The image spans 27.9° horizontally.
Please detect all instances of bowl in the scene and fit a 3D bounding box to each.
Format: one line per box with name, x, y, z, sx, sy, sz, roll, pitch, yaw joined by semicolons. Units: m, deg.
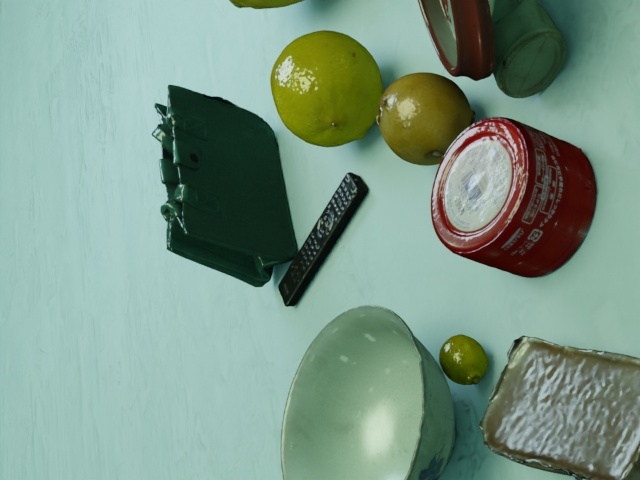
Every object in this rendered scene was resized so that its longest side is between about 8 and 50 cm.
bowl;0.090;0.253;1.716;0.313;0.146;0.313;-32;49;47

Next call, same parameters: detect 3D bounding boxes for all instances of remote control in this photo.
remote control;0.000;0.000;2.075;0.245;0.025;0.063;-58;35;23

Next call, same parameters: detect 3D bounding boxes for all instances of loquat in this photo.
loquat;0.148;-0.174;1.832;0.141;0.141;0.141;-29;53;47

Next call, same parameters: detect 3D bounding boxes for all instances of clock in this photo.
clock;0.172;-0.363;1.679;0.318;0.080;0.318;164;90;-88

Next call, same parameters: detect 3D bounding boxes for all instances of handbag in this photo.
handbag;-0.165;-0.097;2.173;0.089;0.238;0.326;-39;46;35

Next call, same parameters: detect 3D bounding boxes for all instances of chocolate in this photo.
chocolate;0.303;0.207;1.480;0.261;0.083;0.161;13;69;57

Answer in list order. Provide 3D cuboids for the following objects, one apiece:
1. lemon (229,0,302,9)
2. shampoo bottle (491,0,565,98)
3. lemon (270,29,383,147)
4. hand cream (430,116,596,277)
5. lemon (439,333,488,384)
lemon;-0.083;-0.537;2.218;0.293;0.293;0.293;-29;53;47
shampoo bottle;0.255;-0.313;1.776;0.118;0.087;0.234;112;152;-43
lemon;0.009;-0.243;2.036;0.178;0.178;0.203;-52;37;30
hand cream;0.243;-0.055;1.649;0.193;0.125;0.193;-31;50;44
lemon;0.188;0.158;1.690;0.062;0.062;0.083;-58;36;22
